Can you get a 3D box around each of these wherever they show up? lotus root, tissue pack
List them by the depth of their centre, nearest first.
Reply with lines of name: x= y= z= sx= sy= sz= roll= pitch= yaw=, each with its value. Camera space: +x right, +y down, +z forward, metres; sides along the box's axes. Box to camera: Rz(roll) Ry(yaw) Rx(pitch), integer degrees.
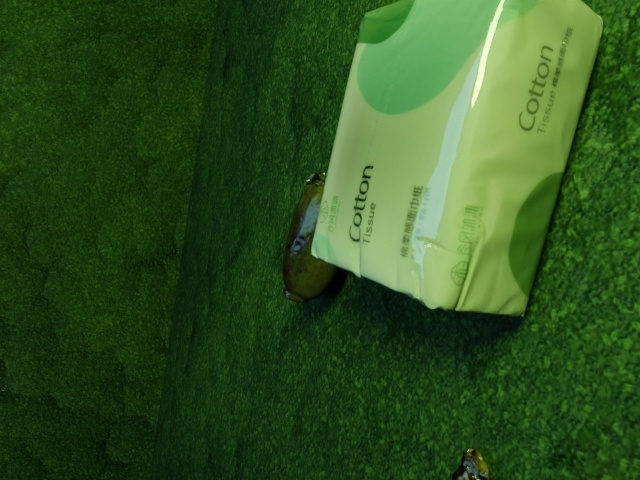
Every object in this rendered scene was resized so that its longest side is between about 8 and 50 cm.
tissue pack: x=0.149 y=-0.112 z=0.594 sx=0.266 sy=0.194 sz=0.356 roll=21 pitch=99 yaw=58
lotus root: x=0.000 y=0.000 z=0.881 sx=0.124 sy=0.123 sz=0.241 roll=-81 pitch=7 yaw=-74

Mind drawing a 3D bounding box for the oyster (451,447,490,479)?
oyster: x=0.146 y=0.418 z=0.565 sx=0.129 sy=0.079 sz=0.345 roll=-162 pitch=81 yaw=-68
